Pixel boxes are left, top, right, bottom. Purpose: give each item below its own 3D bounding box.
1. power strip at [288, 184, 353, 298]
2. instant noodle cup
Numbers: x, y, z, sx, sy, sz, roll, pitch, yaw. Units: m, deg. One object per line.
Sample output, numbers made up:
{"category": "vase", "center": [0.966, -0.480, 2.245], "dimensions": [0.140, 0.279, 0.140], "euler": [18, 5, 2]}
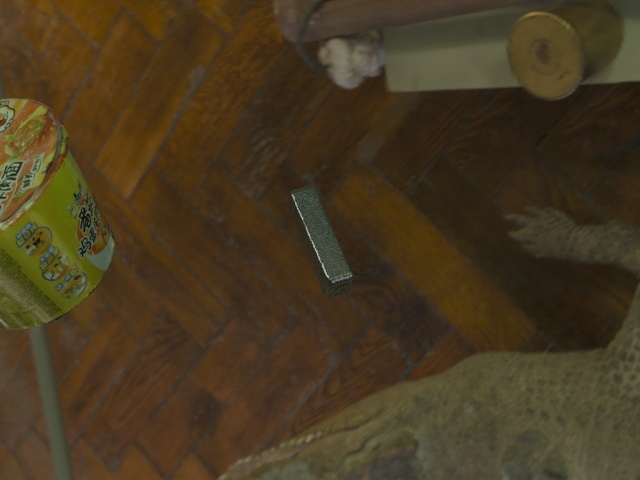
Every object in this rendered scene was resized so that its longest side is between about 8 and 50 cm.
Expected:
{"category": "power strip", "center": [0.000, 0.000, 1.037], "dimensions": [0.038, 0.029, 0.111], "euler": [102, 149, -62]}
{"category": "instant noodle cup", "center": [-0.304, -0.014, 1.039], "dimensions": [0.205, 0.205, 0.153], "euler": [7, 144, 30]}
